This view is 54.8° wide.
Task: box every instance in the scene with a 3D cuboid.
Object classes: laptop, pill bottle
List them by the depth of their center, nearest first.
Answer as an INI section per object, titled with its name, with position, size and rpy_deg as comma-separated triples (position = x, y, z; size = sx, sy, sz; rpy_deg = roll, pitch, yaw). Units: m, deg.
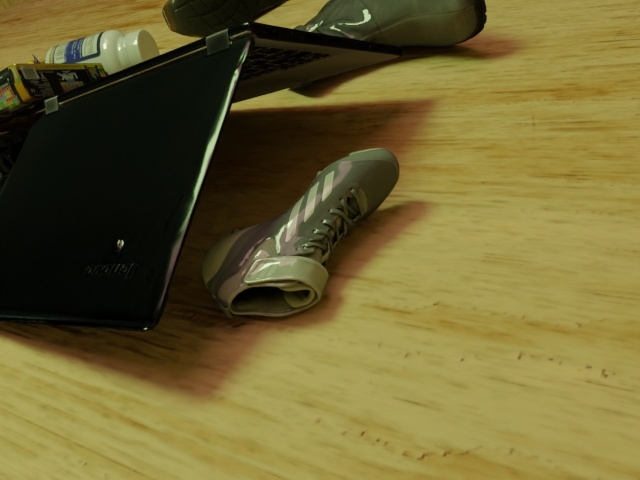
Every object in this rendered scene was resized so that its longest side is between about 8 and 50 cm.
[laptop]
position = -0.157, -0.074, 0.697
size = 0.381, 0.237, 0.407
rpy_deg = -3, 8, 39
[pill bottle]
position = -0.400, -0.328, 1.151
size = 0.186, 0.112, 0.112
rpy_deg = -10, 35, 14

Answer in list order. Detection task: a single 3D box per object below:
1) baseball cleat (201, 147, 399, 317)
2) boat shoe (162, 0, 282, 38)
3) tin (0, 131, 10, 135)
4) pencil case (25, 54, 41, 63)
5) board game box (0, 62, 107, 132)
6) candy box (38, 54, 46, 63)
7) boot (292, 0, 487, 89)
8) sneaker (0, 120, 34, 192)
[baseball cleat]
position = 0.000, 0.000, 0.532
size = 0.205, 0.072, 0.109
rpy_deg = -35, 43, -6
[boat shoe]
position = -0.207, -0.511, 1.323
size = 0.119, 0.123, 0.324
rpy_deg = 7, 33, 42
[tin]
position = -0.547, -0.187, 1.057
size = 0.190, 0.040, 0.106
rpy_deg = -48, 36, -15
[pencil case]
position = -0.631, -0.271, 1.203
size = 0.236, 0.105, 0.104
rpy_deg = -24, 34, -3
[board game box]
position = -0.389, -0.191, 0.832
size = 0.141, 0.048, 0.170
rpy_deg = -19, 9, 22
[candy box]
position = -0.541, -0.400, 1.381
size = 0.186, 0.053, 0.109
rpy_deg = -16, 34, 8
[boot]
position = 0.054, -0.284, 0.877
size = 0.222, 0.118, 0.338
rpy_deg = -35, 26, -18
[sneaker]
position = -0.427, -0.088, 0.806
size = 0.276, 0.098, 0.135
rpy_deg = -30, 6, -13
